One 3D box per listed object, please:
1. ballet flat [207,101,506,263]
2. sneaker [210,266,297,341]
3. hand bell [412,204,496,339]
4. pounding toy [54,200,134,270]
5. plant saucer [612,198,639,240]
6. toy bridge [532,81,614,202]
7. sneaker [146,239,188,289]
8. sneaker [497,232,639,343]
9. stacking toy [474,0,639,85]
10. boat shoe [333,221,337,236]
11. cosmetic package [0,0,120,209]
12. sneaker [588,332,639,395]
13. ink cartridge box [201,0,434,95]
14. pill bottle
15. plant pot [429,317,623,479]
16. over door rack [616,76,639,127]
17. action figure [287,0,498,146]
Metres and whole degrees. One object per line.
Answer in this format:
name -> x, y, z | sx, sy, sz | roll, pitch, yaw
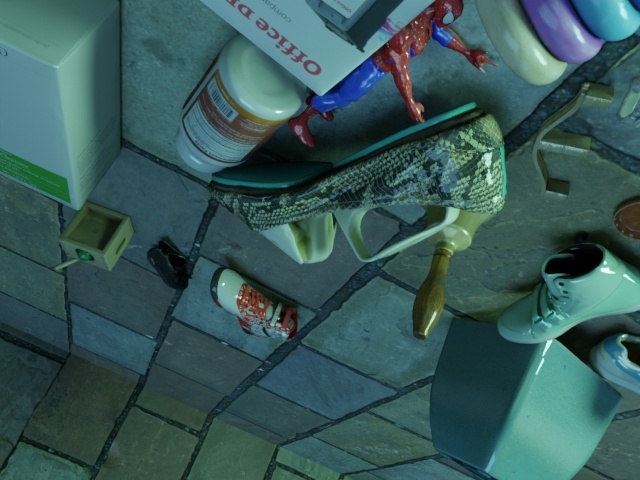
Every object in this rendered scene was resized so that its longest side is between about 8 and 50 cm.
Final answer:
ballet flat -> 0.029, -0.053, 0.835 | 0.483, 0.164, 0.182 | -8, 104, 37
sneaker -> -0.139, 0.149, 1.347 | 0.145, 0.090, 0.270 | 7, 149, 22
hand bell -> 0.169, 0.029, 0.824 | 0.126, 0.242, 0.126 | 16, 147, 11
pounding toy -> -0.509, 0.006, 1.305 | 0.130, 0.141, 0.100 | 19, 149, 5
plant saucer -> 0.439, -0.029, 0.788 | 0.083, 0.013, 0.083 | 16, 149, 10
toy bridge -> 0.299, -0.121, 0.724 | 0.063, 0.026, 0.188 | 15, 148, 14
sneaker -> -0.345, 0.062, 1.375 | 0.089, 0.051, 0.170 | 2, 140, 37
sneaker -> 0.357, 0.076, 0.918 | 0.151, 0.094, 0.256 | 32, 138, -27
stacking toy -> 0.289, -0.254, 0.447 | 0.330, 0.141, 0.141 | -23, 127, 41
boat shoe -> 0.000, 0.002, 1.072 | 0.042, 0.049, 0.133 | 18, 154, -8
cosmetic package -> -0.425, -0.227, 0.889 | 0.197, 0.155, 0.365 | 25, 150, -3
sneaker -> 0.595, 0.229, 1.016 | 0.228, 0.087, 0.092 | 18, 147, 3
ink cartridge box -> 0.021, -0.303, 0.521 | 0.226, 0.131, 0.306 | 35, 145, -20
pill bottle -> -0.121, -0.177, 0.809 | 0.121, 0.121, 0.216 | 34, 147, -19
plant pot -> 0.349, 0.324, 1.095 | 0.248, 0.252, 0.247 | 37, 163, -23
over door rack -> 0.453, -0.143, 0.490 | 0.239, 0.108, 0.324 | 23, 169, -1
action figure -> 0.089, -0.182, 0.702 | 0.139, 0.091, 0.280 | 38, 147, -13
